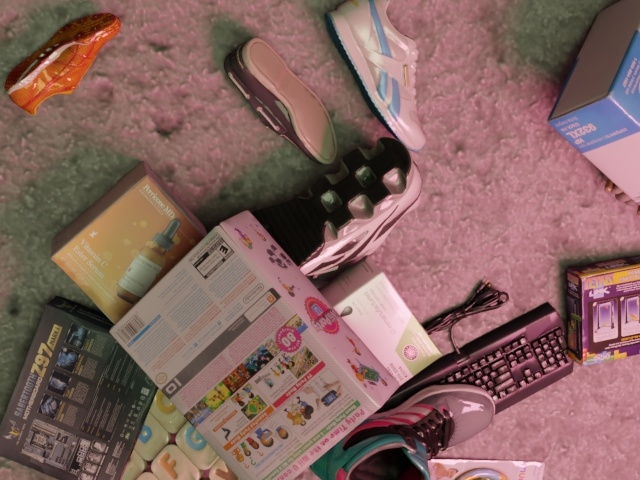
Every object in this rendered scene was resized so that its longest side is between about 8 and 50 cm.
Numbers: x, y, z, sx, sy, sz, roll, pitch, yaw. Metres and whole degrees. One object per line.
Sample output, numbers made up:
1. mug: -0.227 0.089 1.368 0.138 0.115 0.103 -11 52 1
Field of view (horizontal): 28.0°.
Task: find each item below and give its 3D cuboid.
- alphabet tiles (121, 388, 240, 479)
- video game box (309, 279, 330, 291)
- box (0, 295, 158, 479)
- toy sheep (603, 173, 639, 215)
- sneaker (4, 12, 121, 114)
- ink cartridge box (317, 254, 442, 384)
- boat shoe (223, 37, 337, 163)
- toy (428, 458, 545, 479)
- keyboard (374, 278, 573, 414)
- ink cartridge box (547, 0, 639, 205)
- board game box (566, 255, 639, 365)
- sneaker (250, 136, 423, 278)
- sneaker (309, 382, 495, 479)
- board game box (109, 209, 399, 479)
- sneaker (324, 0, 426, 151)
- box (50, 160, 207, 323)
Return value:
1. alphabet tiles: -0.176 0.344 1.787 0.278 0.021 0.284 45 105 16
2. video game box: -0.073 0.145 1.825 0.205 0.048 0.187 5 102 -12
3. box: -0.328 0.217 1.772 0.183 0.059 0.232 22 100 -1
4. toy sheep: 0.453 -0.087 1.835 0.132 0.091 0.091 38 96 -12
5. sneaker: -0.328 -0.233 1.672 0.175 0.064 0.067 -35 129 6
6. ink cartridge box: 0.029 0.152 1.774 0.219 0.092 0.160 -37 108 0
7. boat shoe: -0.053 -0.182 1.740 0.065 0.075 0.206 -17 122 40
8. toy: 0.226 0.404 1.950 0.237 0.056 0.136 5 106 -12
9. keyboard: 0.213 0.184 1.898 0.317 0.033 0.201 -28 109 -2
10. ink cartridge box: 0.488 -0.162 1.749 0.307 0.129 0.223 39 60 -18
11. board game box: 0.448 0.100 1.898 0.170 0.048 0.141 -9 106 -17
12. sneaker: 0.000 0.000 1.753 0.331 0.122 0.146 -29 150 6
13. sneaker: 0.135 0.293 1.802 0.296 0.178 0.123 -14 113 -14
14. board game box: -0.086 0.150 1.652 0.224 0.097 0.303 -42 87 23
15. sneaker: 0.095 -0.224 1.731 0.092 0.087 0.228 -30 111 -3
16. box: -0.256 0.001 1.727 0.170 0.091 0.130 -41 109 3
